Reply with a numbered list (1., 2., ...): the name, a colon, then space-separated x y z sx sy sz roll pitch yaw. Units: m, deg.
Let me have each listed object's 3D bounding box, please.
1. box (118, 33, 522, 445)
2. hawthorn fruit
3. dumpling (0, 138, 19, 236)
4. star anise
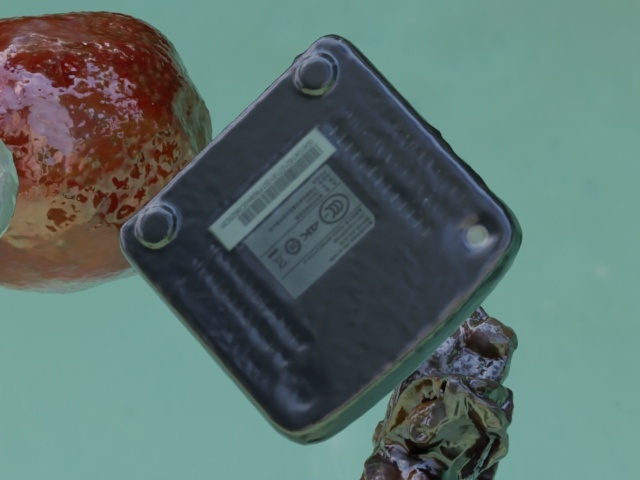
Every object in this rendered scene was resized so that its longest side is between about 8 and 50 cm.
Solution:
1. box: 0.000 0.000 0.695 0.126 0.027 0.125 -44 72 2
2. hawthorn fruit: -0.198 -0.059 1.200 0.253 0.205 0.205 -5 18 -34
3. dumpling: -0.183 -0.026 0.481 0.126 0.216 0.166 -42 38 12
4. star anise: 0.081 0.142 1.209 0.220 0.099 0.214 -63 5 -27
